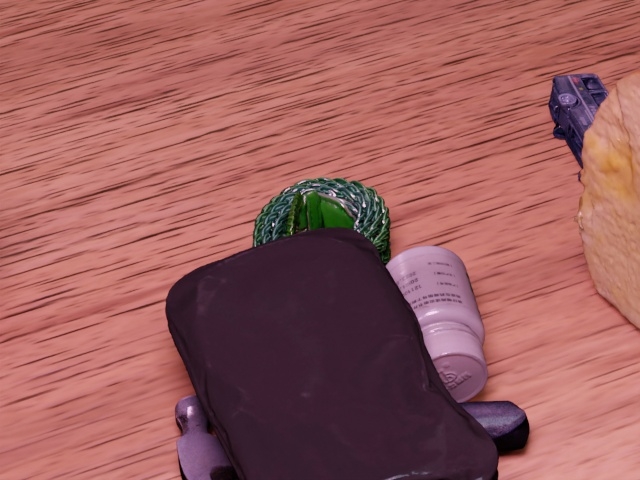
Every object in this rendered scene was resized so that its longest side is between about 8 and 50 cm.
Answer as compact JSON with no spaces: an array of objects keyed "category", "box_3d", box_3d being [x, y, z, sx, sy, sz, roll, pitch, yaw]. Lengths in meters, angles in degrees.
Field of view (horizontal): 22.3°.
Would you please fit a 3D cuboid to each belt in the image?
[{"category":"belt","box_3d":[0.000,0.000,1.477,0.121,0.079,0.151,17,45,20]}]

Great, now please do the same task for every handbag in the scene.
[{"category":"handbag","box_3d":[0.004,0.120,1.286,0.192,0.075,0.332,-18,44,-11]}]

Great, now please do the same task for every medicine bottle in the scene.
[{"category":"medicine bottle","box_3d":[0.099,0.073,1.389,0.080,0.080,0.130,-7,42,-5]}]

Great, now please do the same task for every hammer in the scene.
[{"category":"hammer","box_3d":[0.029,0.169,1.315,0.290,0.037,0.137,-6,41,-4]}]

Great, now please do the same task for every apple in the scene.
[{"category":"apple","box_3d":[0.370,-0.033,1.328,0.314,0.309,0.252,7,42,7]}]

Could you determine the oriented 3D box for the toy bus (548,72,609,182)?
[{"category":"toy bus","box_3d":[0.275,-0.105,1.609,0.065,0.047,0.166,-7,41,-12]}]
